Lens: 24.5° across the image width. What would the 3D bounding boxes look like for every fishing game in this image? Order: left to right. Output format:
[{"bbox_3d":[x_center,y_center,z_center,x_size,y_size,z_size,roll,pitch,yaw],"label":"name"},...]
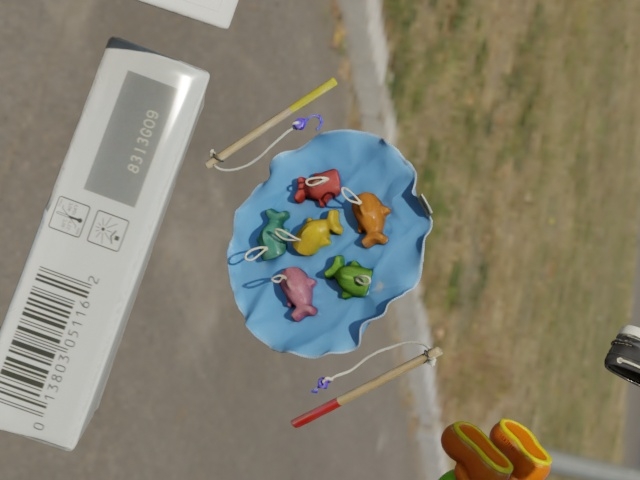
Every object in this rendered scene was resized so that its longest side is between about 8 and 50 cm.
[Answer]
[{"bbox_3d":[0.000,0.000,1.143,0.041,0.189,0.264,27,41,-54],"label":"fishing game"}]

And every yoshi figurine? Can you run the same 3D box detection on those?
[{"bbox_3d":[0.141,0.387,1.947,0.362,0.203,0.203,-63,-179,20],"label":"yoshi figurine"}]

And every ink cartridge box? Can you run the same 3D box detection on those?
[{"bbox_3d":[-0.189,0.001,1.280,0.385,0.091,0.308,-175,-76,-83],"label":"ink cartridge box"}]

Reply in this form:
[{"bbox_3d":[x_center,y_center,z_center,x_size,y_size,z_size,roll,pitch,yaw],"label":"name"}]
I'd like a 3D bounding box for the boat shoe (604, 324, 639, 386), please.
[{"bbox_3d":[0.277,0.113,1.133,0.038,0.125,0.046,-56,177,-21],"label":"boat shoe"}]

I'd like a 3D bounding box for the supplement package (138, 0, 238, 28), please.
[{"bbox_3d":[-0.123,-0.322,1.015,0.177,0.175,0.293,15,101,-33],"label":"supplement package"}]
